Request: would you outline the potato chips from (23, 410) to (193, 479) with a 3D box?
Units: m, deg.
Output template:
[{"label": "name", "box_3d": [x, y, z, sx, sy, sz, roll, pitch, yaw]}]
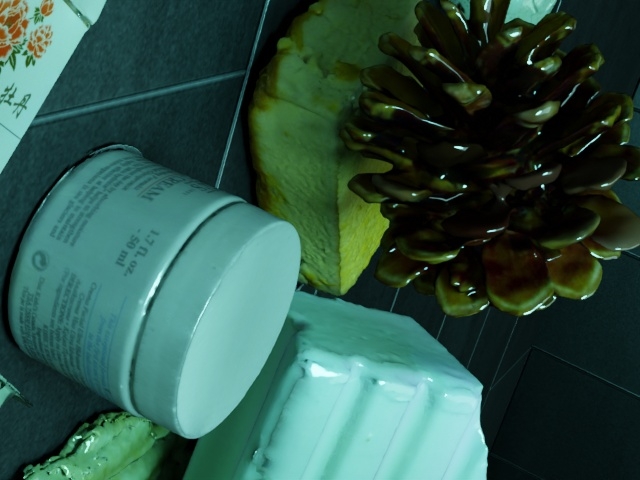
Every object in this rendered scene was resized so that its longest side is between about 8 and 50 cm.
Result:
[{"label": "potato chips", "box_3d": [-0.245, 0.333, 1.108, 0.429, 0.070, 0.359, -40, 145, -55]}]

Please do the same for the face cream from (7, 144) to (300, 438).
[{"label": "face cream", "box_3d": [-0.122, 0.037, 0.925, 0.177, 0.152, 0.177, -54, 160, -30]}]

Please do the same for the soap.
[{"label": "soap", "box_3d": [-0.009, 0.288, 1.177, 0.261, 0.156, 0.446, 13, 106, -29]}]

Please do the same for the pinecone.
[{"label": "pinecone", "box_3d": [0.129, -0.078, 0.996, 0.264, 0.264, 0.264, -52, 157, -32]}]

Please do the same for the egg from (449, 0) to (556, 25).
[{"label": "egg", "box_3d": [0.216, -0.297, 1.421, 0.164, 0.131, 0.131, -41, 150, -46]}]

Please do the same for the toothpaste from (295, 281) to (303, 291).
[{"label": "toothpaste", "box_3d": [-0.075, 0.097, 1.277, 0.099, 0.068, 0.282, -37, 176, 12]}]

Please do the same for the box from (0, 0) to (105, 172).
[{"label": "box", "box_3d": [-0.192, -0.112, 0.739, 0.198, 0.029, 0.109, -61, 161, -8]}]

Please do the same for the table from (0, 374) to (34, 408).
[{"label": "table", "box_3d": [-0.269, 0.129, 0.788, 0.146, 0.062, 0.175, -58, 161, -19]}]

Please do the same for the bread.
[{"label": "bread", "box_3d": [0.017, -0.099, 1.186, 0.185, 0.114, 0.275, -57, 161, -32]}]
